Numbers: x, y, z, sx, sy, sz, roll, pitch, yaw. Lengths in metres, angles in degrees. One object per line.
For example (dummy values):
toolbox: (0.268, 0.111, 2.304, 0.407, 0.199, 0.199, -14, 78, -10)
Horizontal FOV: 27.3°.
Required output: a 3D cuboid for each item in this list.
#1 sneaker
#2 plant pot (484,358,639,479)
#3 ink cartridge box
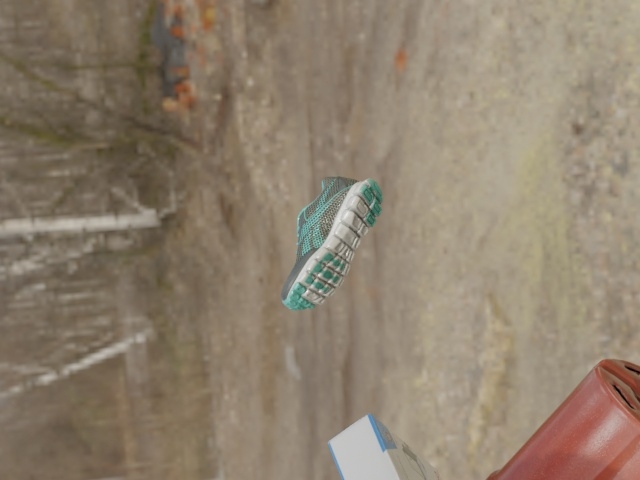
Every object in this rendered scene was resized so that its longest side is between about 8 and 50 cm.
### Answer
sneaker: (0.000, 0.000, 1.435, 0.076, 0.166, 0.065, 23, 163, 39)
plant pot: (0.333, 0.299, 1.540, 0.265, 0.272, 0.272, -58, 25, 19)
ink cartridge box: (0.108, 0.347, 1.820, 0.190, 0.082, 0.140, 42, -165, -40)
